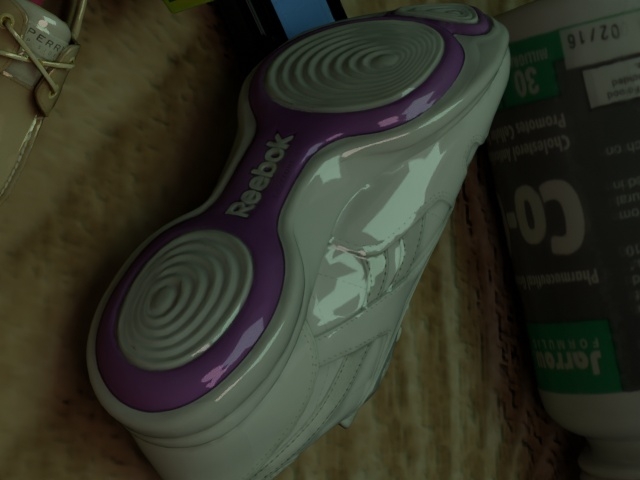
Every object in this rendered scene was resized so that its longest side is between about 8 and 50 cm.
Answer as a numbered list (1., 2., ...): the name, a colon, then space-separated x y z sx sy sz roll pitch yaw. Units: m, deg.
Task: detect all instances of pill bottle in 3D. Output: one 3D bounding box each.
1. pill bottle: 0.230 0.012 0.921 0.204 0.204 0.361 -13 91 -53

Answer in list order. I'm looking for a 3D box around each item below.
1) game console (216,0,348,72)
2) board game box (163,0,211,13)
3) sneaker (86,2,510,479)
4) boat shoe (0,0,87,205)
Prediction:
1. game console: -0.041 -0.201 0.755 0.213 0.044 0.361 -46 117 -48
2. board game box: -0.010 -0.189 0.679 0.043 0.092 0.181 55 46 -26
3. sneaker: 0.000 0.000 0.696 0.305 0.114 0.152 -52 145 -28
4. boat shoe: -0.132 -0.088 0.590 0.063 0.059 0.170 30 58 -45
